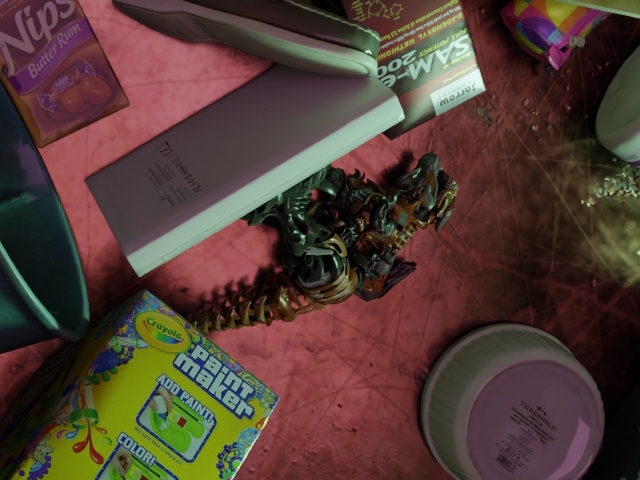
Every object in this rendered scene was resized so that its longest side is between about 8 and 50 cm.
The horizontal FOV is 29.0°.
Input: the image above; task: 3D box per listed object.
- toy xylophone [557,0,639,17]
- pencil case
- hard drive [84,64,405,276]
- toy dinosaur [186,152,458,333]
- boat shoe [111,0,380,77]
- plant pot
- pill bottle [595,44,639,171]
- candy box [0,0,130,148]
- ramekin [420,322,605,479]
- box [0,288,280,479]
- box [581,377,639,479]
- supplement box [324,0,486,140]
[{"bbox_3d":[0.291,-0.346,1.323,0.323,0.081,0.236,9,71,21],"label":"toy xylophone"},{"bbox_3d":[0.312,-0.296,1.396,0.104,0.104,0.236,44,87,-12],"label":"pencil case"},{"bbox_3d":[-0.087,-0.095,1.289,0.308,0.203,0.040,-31,123,-6],"label":"hard drive"},{"bbox_3d":[0.000,0.000,1.351,0.322,0.164,0.218,-46,121,-25],"label":"toy dinosaur"},{"bbox_3d":[-0.071,-0.242,1.271,0.305,0.109,0.091,19,82,22],"label":"boat shoe"},{"bbox_3d":[-0.444,0.002,1.182,0.334,0.341,0.341,-23,100,0],"label":"plant pot"},{"bbox_3d":[0.481,-0.104,1.416,0.302,0.169,0.169,32,90,-13],"label":"pill bottle"},{"bbox_3d":[-0.292,-0.204,1.312,0.109,0.053,0.186,-27,99,-6],"label":"candy box"},{"bbox_3d":[0.229,0.205,1.432,0.207,0.109,0.207,-1,97,-11],"label":"ramekin"},{"bbox_3d":[-0.232,0.236,1.203,0.177,0.290,0.279,40,56,-13],"label":"box"},{"bbox_3d":[0.451,0.305,1.393,0.212,0.293,0.395,37,88,-13],"label":"box"},{"bbox_3d":[0.082,-0.242,1.323,0.130,0.073,0.239,-29,127,-8],"label":"supplement box"}]
